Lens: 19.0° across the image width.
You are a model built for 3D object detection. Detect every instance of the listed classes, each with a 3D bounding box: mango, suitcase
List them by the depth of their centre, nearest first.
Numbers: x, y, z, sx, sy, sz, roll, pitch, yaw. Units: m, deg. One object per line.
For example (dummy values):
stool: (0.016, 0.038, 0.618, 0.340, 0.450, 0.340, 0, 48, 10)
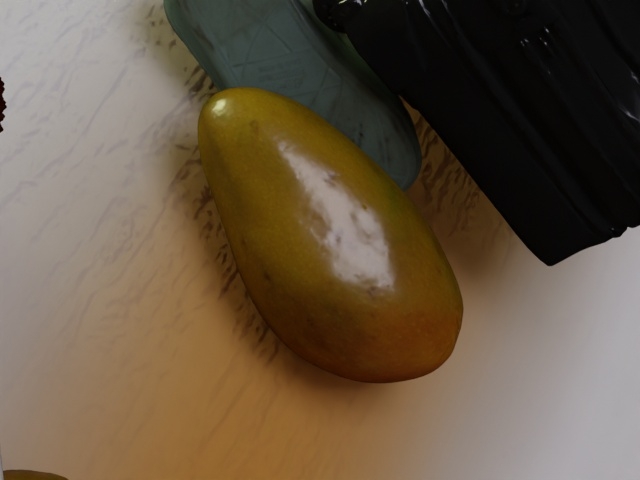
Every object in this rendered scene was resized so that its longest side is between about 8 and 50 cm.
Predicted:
mango: (0.000, 0.000, 1.345, 0.138, 0.113, 0.253, -44, 101, -25)
suitcase: (0.168, -0.184, 1.485, 0.339, 0.188, 0.345, 51, 29, -27)

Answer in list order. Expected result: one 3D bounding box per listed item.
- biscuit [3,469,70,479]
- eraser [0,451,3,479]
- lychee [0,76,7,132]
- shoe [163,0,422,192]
biscuit: (-0.205, 0.240, 1.109, 0.203, 0.041, 0.260, 44, 50, -15)
eraser: (-0.238, 0.087, 1.065, 0.081, 0.124, 0.279, 5, 56, -27)
lychee: (-0.254, -0.084, 1.175, 0.123, 0.123, 0.129, 35, 30, -23)
shoe: (-0.023, -0.129, 1.414, 0.251, 0.103, 0.100, 50, 8, -26)
